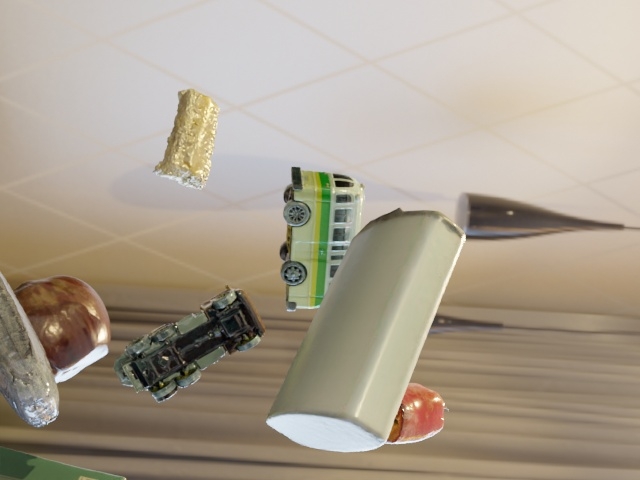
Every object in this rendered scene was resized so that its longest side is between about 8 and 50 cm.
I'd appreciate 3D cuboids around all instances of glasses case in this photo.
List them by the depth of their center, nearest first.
[{"bbox_3d":[-0.377,0.102,0.913,0.282,0.067,0.109,47,-31,38],"label":"glasses case"}]

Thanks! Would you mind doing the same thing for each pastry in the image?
[{"bbox_3d":[-0.291,-0.238,1.773,0.121,0.089,0.258,38,54,-43],"label":"pastry"}]

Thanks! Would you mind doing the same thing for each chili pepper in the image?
[{"bbox_3d":[0.152,0.273,1.232,0.084,0.192,0.086,19,-83,42],"label":"chili pepper"}]

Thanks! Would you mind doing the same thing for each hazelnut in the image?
[{"bbox_3d":[-0.543,0.180,1.540,0.234,0.218,0.218,-30,134,-48],"label":"hazelnut"}]

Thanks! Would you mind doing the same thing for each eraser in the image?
[{"bbox_3d":[0.057,0.107,0.954,0.189,0.104,0.290,-17,-141,52],"label":"eraser"}]

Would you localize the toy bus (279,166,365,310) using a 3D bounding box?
[{"bbox_3d":[0.000,0.000,1.580,0.133,0.165,0.276,-97,-170,-66],"label":"toy bus"}]

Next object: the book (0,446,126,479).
[{"bbox_3d":[-0.508,0.394,1.157,0.264,0.380,0.031,-83,-171,-71],"label":"book"}]

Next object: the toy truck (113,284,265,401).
[{"bbox_3d":[-0.232,0.174,1.333,0.108,0.257,0.140,63,-12,-11],"label":"toy truck"}]
